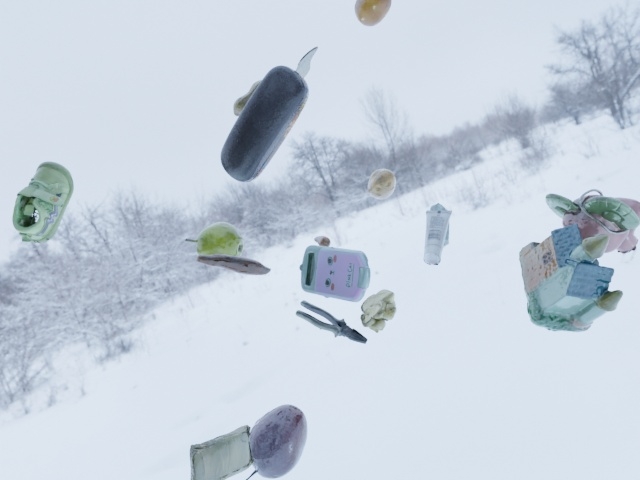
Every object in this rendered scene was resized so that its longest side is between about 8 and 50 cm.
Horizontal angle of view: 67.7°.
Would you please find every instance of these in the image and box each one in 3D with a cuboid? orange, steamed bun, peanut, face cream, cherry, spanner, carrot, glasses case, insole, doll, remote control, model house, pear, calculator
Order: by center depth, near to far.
[{"bbox_3d":[-0.149,-0.293,1.227,0.321,0.122,0.082,-52,-11,22],"label":"glasses case"},{"bbox_3d":[0.034,0.088,1.313,0.246,0.141,0.045,8,1,40],"label":"calculator"},{"bbox_3d":[0.746,0.082,1.357,0.193,0.267,0.325,10,-33,-5],"label":"model house"},{"bbox_3d":[-0.054,-0.491,1.376,0.086,0.005,0.253,-40,5,-10],"label":"insole"},{"bbox_3d":[0.870,-0.080,1.490,0.216,0.268,0.284,-59,26,-7],"label":"doll"},{"bbox_3d":[-0.139,0.645,1.531,0.266,0.183,0.213,-52,7,4],"label":"cherry"},{"bbox_3d":[0.395,-0.022,1.641,0.092,0.058,0.244,1,45,21],"label":"face cream"},{"bbox_3d":[-0.406,0.011,1.824,0.216,0.166,0.180,5,33,10],"label":"pear"},{"bbox_3d":[0.205,-0.929,1.885,0.156,0.124,0.156,-47,24,29],"label":"orange"},{"bbox_3d":[0.000,0.000,1.964,0.048,0.048,0.216,-21,10,-10],"label":"carrot"},{"bbox_3d":[0.050,0.354,2.009,0.040,0.324,0.096,-63,1,43],"label":"spanner"},{"bbox_3d":[0.504,-0.065,2.019,0.052,0.104,0.247,-31,28,36],"label":"remote control"},{"bbox_3d":[-0.281,-0.613,2.065,0.236,0.120,0.110,-26,11,20],"label":"peanut"},{"bbox_3d":[0.274,0.314,2.137,0.192,0.106,0.177,-43,18,15],"label":"steamed bun"}]

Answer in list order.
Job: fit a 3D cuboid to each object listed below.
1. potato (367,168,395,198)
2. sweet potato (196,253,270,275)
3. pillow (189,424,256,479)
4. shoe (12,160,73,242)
[{"bbox_3d":[0.233,-0.215,1.805,0.112,0.112,0.147,-21,-13,-14],"label":"potato"},{"bbox_3d":[-0.262,0.073,1.466,0.264,0.057,0.057,13,-19,-38],"label":"sweet potato"},{"bbox_3d":[-0.257,0.565,1.241,0.053,0.119,0.208,-3,-4,39],"label":"pillow"},{"bbox_3d":[-0.860,-0.118,1.490,0.140,0.262,0.128,16,-2,-9],"label":"shoe"}]
